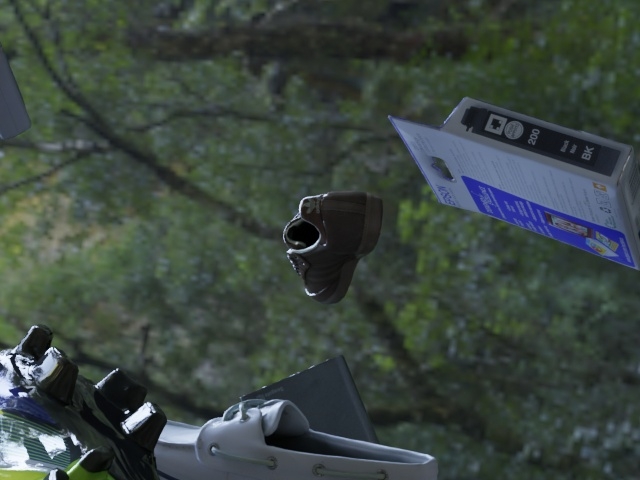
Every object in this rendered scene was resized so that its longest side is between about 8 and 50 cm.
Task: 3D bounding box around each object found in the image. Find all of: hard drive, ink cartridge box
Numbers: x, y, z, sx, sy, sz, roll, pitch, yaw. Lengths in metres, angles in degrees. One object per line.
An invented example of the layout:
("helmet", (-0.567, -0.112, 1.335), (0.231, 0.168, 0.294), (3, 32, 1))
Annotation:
("hard drive", (0.001, 0.175, 1.376), (0.022, 0.094, 0.135), (38, -151, -80))
("ink cartridge box", (0.181, -0.055, 1.426), (0.045, 0.208, 0.206), (-66, -23, -12))

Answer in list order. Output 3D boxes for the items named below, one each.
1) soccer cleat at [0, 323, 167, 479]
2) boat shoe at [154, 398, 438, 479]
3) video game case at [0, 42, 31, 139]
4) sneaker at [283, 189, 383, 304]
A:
("soccer cleat", (-0.098, 0.124, 0.587), (0.093, 0.289, 0.121), (33, -86, -19))
("boat shoe", (-0.030, 0.131, 0.990), (0.083, 0.226, 0.075), (-21, -57, -68))
("video game case", (-0.238, -0.186, 0.942), (0.023, 0.193, 0.212), (-29, -30, -12))
("sneaker", (0.000, 0.000, 1.417), (0.188, 0.071, 0.066), (120, 159, -63))
